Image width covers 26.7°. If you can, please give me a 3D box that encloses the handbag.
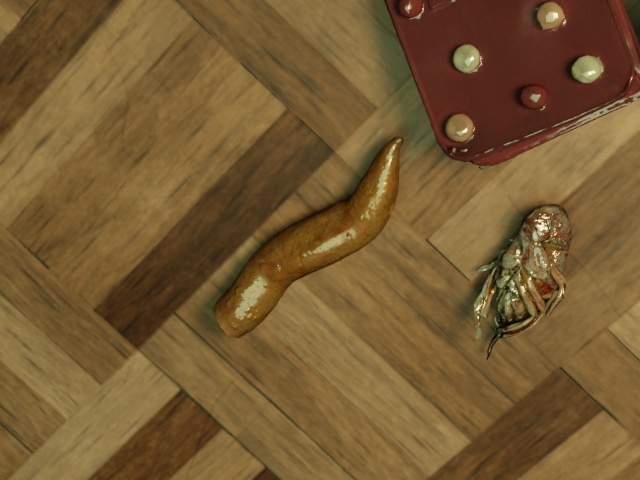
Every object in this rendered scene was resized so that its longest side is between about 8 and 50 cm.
[{"bbox_3d":[0.180,-0.196,1.263,0.203,0.074,0.216,-22,84,20],"label":"handbag"}]

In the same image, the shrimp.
[{"bbox_3d":[0.205,0.046,1.381,0.073,0.074,0.190,6,126,-25],"label":"shrimp"}]

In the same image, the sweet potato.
[{"bbox_3d":[0.000,0.000,1.408,0.281,0.059,0.067,-37,78,19],"label":"sweet potato"}]
